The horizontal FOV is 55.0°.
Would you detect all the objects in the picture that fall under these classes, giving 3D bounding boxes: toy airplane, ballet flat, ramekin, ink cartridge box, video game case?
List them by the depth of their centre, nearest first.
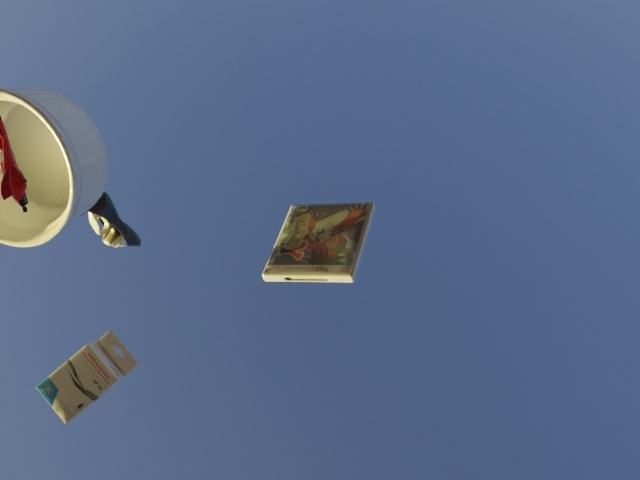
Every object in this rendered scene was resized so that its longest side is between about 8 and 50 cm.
[{"bbox_3d":[-0.429,-0.109,0.842,0.028,0.151,0.151,-19,-115,-16],"label":"toy airplane"},{"bbox_3d":[-0.519,-0.140,1.095,0.277,0.277,0.135,15,-156,10],"label":"ramekin"},{"bbox_3d":[0.000,0.000,1.197,0.183,0.023,0.201,-1,-135,22],"label":"video game case"},{"bbox_3d":[-0.493,0.287,1.307,0.180,0.060,0.104,-41,-92,-1],"label":"ink cartridge box"},{"bbox_3d":[-0.480,-0.031,1.404,0.074,0.203,0.074,-6,-127,8],"label":"ballet flat"}]
